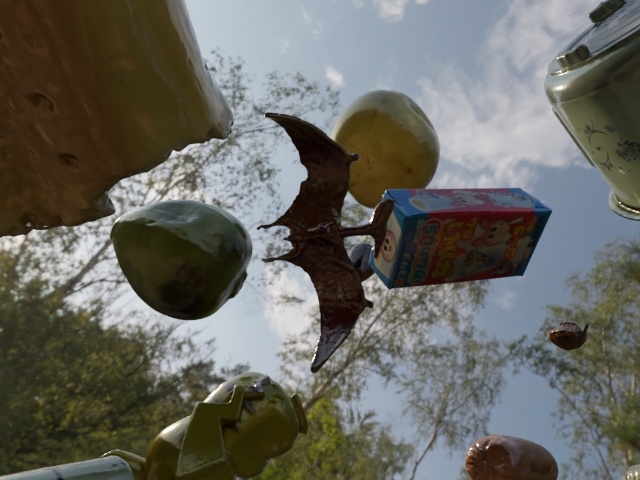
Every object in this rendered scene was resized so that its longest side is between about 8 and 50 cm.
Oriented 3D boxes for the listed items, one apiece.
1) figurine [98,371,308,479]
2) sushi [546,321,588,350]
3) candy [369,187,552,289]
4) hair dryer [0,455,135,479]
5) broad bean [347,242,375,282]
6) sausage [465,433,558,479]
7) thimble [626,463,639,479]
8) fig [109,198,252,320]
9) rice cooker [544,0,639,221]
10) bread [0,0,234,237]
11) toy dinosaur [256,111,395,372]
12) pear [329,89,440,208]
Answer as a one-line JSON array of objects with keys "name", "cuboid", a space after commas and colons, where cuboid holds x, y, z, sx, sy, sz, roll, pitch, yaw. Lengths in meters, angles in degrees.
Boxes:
[{"name": "figurine", "cuboid": [-0.178, 0.355, 0.788, 0.218, 0.327, 0.169, 4, -60, 50]}, {"name": "sushi", "cuboid": [0.467, 0.178, 0.859, 0.050, 0.047, 0.099, 54, -21, -5]}, {"name": "candy", "cuboid": [0.255, -0.008, 0.847, 0.100, 0.306, 0.157, -118, -149, -52]}, {"name": "hair dryer", "cuboid": [-0.263, 0.364, 0.515, 0.362, 0.203, 0.128, 2, -101, 37]}, {"name": "broad bean", "cuboid": [0.141, 0.073, 1.547, 0.114, 0.165, 0.084, 43, -39, 2]}, {"name": "sausage", "cuboid": [0.442, 0.514, 1.044, 0.121, 0.121, 0.304, -8, -26, 43]}, {"name": "thimble", "cuboid": [0.851, 0.639, 1.184, 0.084, 0.110, 0.062, 36, -47, -1]}, {"name": "fig", "cuboid": [-0.234, 0.028, 0.770, 0.230, 0.207, 0.207, 27, -35, -26]}, {"name": "rice cooker", "cuboid": [0.441, -0.165, 0.541, 0.316, 0.317, 0.264, 55, -38, -5]}, {"name": "bread", "cuboid": [-0.285, -0.216, 0.332, 0.394, 0.362, 0.250, 81, -5, -45]}, {"name": "toy dinosaur", "cuboid": [-0.008, 0.006, 0.653, 0.207, 0.113, 0.327, 20, -78, 15]}, {"name": "pear", "cuboid": [0.185, -0.265, 1.354, 0.349, 0.348, 0.348, 21, -50, 28]}]
